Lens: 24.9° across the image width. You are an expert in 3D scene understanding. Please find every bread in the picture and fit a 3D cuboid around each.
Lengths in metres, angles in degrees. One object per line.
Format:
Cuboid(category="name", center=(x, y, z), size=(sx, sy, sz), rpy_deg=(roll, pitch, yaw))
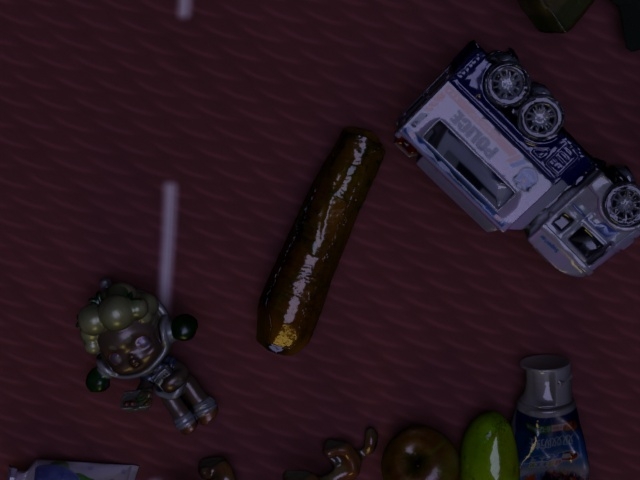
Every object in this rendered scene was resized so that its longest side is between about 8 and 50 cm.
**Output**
Cuboid(category="bread", center=(0.252, -0.265, 1.503), size=(0.084, 0.139, 0.074), rpy_deg=(-36, 98, 4))

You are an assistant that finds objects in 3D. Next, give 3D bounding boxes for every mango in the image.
Cuboid(category="mango", center=(0.188, 0.243, 1.620), size=(0.056, 0.073, 0.108), rpy_deg=(-2, 105, -41))

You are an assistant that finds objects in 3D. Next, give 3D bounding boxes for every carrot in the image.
Cuboid(category="carrot", center=(0.000, 0.000, 1.576), size=(0.070, 0.070, 0.260), rpy_deg=(24, 97, -6))

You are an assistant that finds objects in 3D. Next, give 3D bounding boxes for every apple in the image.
Cuboid(category="apple", center=(0.112, 0.250, 1.613), size=(0.089, 0.074, 0.090), rpy_deg=(-1, 86, 18))

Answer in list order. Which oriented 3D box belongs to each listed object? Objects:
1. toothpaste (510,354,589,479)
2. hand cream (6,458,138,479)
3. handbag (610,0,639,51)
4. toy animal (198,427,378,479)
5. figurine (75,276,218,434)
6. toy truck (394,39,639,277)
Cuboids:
Cuboid(category="toothpaste", center=(0.259, 0.261, 1.639), size=(0.096, 0.061, 0.266), rpy_deg=(-5, 106, -2))
Cuboid(category="hand cream", center=(-0.282, 0.279, 1.625), size=(0.142, 0.053, 0.084), rpy_deg=(14, 98, -14))
Cuboid(category="handbag", center=(0.362, -0.328, 1.450), size=(0.079, 0.260, 0.247), rpy_deg=(-34, 105, -33))
Cuboid(category="toy animal", center=(-0.077, 0.320, 1.623), size=(0.312, 0.097, 0.158), rpy_deg=(-9, 112, -3))
Cuboid(category="figurine", center=(-0.188, 0.129, 1.577), size=(0.147, 0.093, 0.197), rpy_deg=(-32, 100, 14))
Cuboid(category="toy truck", center=(0.217, -0.076, 1.544), size=(0.268, 0.124, 0.155), rpy_deg=(44, 102, -6))
